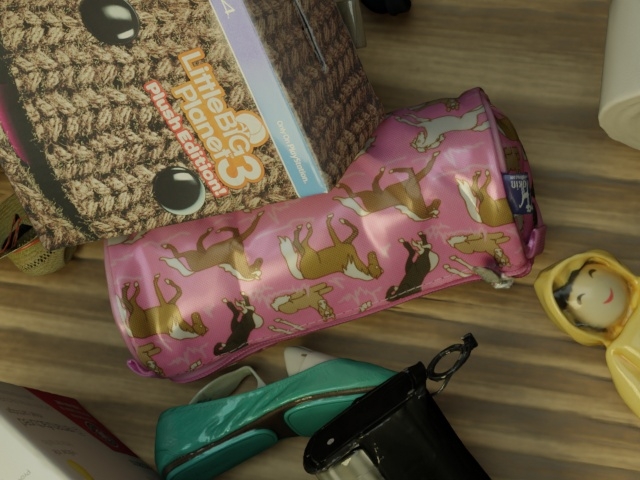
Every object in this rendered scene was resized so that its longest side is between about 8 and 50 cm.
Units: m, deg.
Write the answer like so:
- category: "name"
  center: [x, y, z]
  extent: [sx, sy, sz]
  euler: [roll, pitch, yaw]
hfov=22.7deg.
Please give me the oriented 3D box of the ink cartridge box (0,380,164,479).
- category: "ink cartridge box"
  center: [-0.163, 0.296, 1.316]
  extent: [0.385, 0.279, 0.160]
  euler: [39, 89, 16]

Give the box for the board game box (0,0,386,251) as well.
- category: "board game box"
  center: [-0.133, -0.143, 1.321]
  extent: [0.291, 0.141, 0.232]
  euler: [-12, 115, 30]

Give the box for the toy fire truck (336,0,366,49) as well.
- category: "toy fire truck"
  center: [-0.078, -0.227, 1.407]
  extent: [0.246, 0.158, 0.217]
  euler: [-8, 117, 16]

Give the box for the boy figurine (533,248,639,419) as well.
- category: "boy figurine"
  center: [0.316, 0.082, 1.344]
  extent: [0.285, 0.092, 0.177]
  euler: [30, 89, 13]

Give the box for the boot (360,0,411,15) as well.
- category: "boot"
  center: [-0.039, -0.295, 1.498]
  extent: [0.207, 0.094, 0.246]
  euler: [-19, 77, 11]

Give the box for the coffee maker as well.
- category: "coffee maker"
  center: [0.101, 0.203, 1.323]
  extent: [0.171, 0.120, 0.178]
  euler: [-32, 102, 29]

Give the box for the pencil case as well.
- category: "pencil case"
  center: [0.000, 0.000, 1.401]
  extent: [0.386, 0.160, 0.167]
  euler: [-18, 39, 9]

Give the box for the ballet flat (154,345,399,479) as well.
- category: "ballet flat"
  center: [-0.039, 0.141, 1.422]
  extent: [0.247, 0.083, 0.087]
  euler: [-21, 61, 7]

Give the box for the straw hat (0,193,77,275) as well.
- category: "straw hat"
  center: [-0.265, -0.001, 1.507]
  extent: [0.144, 0.144, 0.061]
  euler: [-32, 115, 6]

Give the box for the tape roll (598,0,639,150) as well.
- category: "tape roll"
  center: [0.368, -0.130, 1.271]
  extent: [0.286, 0.286, 0.100]
  euler: [5, 80, 14]
